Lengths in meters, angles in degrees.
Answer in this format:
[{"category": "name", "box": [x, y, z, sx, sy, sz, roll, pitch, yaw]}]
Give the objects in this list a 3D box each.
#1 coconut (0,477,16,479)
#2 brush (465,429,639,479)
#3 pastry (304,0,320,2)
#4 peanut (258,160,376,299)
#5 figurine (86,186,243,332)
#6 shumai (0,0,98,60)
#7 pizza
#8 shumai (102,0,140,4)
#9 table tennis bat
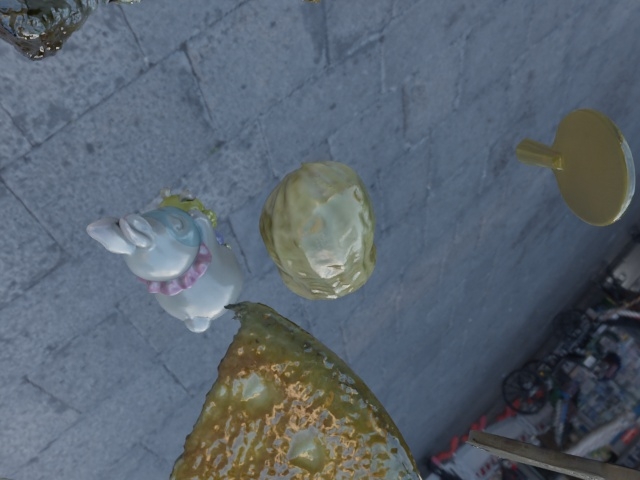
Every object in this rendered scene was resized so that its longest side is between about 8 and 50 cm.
[{"category": "coconut", "box": [-0.423, 0.449, 0.740, 0.323, 0.323, 0.323, -34, 150, -23]}, {"category": "brush", "box": [0.280, 0.255, 0.651, 0.070, 0.327, 0.065, 25, 74, -32]}, {"category": "pastry", "box": [-0.074, -0.643, 1.427, 0.162, 0.255, 0.311, -51, -171, 16]}, {"category": "peanut", "box": [0.000, 0.000, 0.802, 0.147, 0.147, 0.305, -42, 161, -10]}, {"category": "figurine", "box": [-0.196, 0.002, 0.839, 0.235, 0.127, 0.155, 60, 43, -49]}, {"category": "shumai", "box": [-0.441, -0.394, 0.967, 0.185, 0.184, 0.218, -52, -164, -9]}, {"category": "pizza", "box": [-0.029, 0.183, 0.376, 0.197, 0.292, 0.058, -23, 163, 0]}, {"category": "shumai", "box": [-0.409, -0.522, 1.147, 0.189, 0.218, 0.256, -33, 163, -14]}, {"category": "table tennis bat", "box": [0.440, -0.137, 1.119, 0.050, 0.321, 0.199, -14, 108, -8]}]
